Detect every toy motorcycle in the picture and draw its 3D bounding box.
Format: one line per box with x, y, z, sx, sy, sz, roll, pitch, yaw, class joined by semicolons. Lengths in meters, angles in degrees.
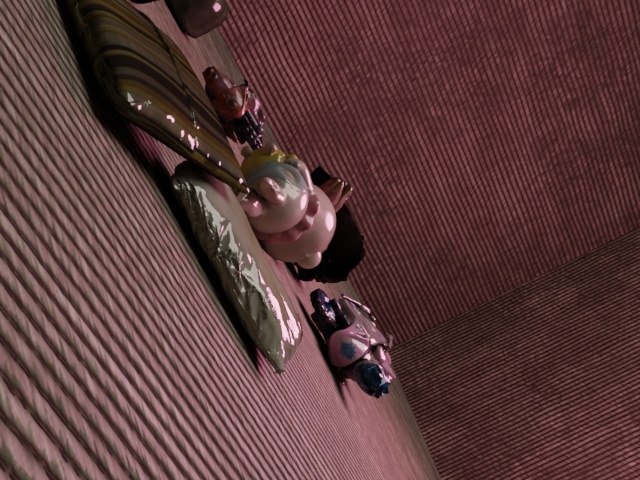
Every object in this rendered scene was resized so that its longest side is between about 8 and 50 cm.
0.070;0.201;1.593;0.239;0.108;0.204;27;23;-41;toy motorcycle
-0.154;-0.238;1.620;0.212;0.084;0.118;56;-3;47;toy motorcycle

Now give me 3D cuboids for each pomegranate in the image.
-0.031;-0.045;1.521;0.163;0.125;0.138;-57;-142;40;pomegranate

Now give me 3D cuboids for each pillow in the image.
-0.159;-0.157;0.888;0.212;0.052;0.208;59;13;29;pillow
-0.082;0.020;0.950;0.229;0.051;0.128;62;12;-13;pillow

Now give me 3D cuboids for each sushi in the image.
0.000;0.000;1.714;0.172;0.153;0.150;43;-19;9;sushi

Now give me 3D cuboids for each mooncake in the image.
-0.253;-0.486;1.855;0.175;0.104;0.168;62;7;31;mooncake

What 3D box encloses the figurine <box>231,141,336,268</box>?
-0.064;-0.066;1.332;0.235;0.127;0.155;52;30;-62;figurine

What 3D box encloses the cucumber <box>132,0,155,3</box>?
-0.283;-0.423;1.331;0.070;0.046;0.220;-62;127;-89;cucumber
